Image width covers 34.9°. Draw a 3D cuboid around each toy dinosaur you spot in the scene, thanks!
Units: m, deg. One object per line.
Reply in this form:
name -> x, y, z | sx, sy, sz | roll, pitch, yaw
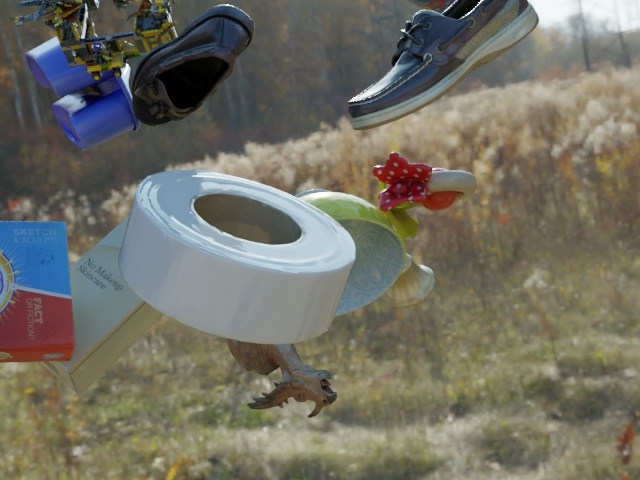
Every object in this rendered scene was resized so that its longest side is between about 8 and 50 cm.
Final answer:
toy dinosaur -> -0.096, 0.181, 1.679 | 0.127, 0.200, 0.296 | -18, 13, -18

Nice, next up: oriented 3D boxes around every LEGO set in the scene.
LEGO set -> -0.356, -0.453, 1.703 | 0.255, 0.331, 0.192 | -1, -36, 10

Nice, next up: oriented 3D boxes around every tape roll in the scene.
tape roll -> -0.103, 0.013, 1.266 | 0.286, 0.100, 0.286 | 16, 22, -6

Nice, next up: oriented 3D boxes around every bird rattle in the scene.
bird rattle -> 0.186, -0.101, 1.875 | 0.207, 0.143, 0.253 | -7, -18, -10

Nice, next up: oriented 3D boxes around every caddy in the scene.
caddy -> -0.492, -0.335, 2.174 | 0.179, 0.241, 0.341 | -29, 24, -15

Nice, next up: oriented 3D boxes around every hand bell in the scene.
hand bell -> 0.152, 0.023, 2.224 | 0.126, 0.242, 0.126 | -19, 39, 16

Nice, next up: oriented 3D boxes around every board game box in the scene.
board game box -> -0.579, 0.084, 1.691 | 0.317, 0.242, 0.064 | 0, -28, -23

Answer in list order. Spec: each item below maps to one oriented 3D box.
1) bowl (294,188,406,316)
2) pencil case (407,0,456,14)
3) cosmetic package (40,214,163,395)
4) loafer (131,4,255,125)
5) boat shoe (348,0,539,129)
bowl -> 0.000, 0.000, 1.869 | 0.290, 0.289, 0.156 | -12, 50, -2
pencil case -> 0.241, -0.575, 2.227 | 0.119, 0.133, 0.306 | -8, -9, 39
cosmetic package -> -0.391, 0.113, 1.863 | 0.309, 0.160, 0.113 | -47, -21, -25
loafer -> -0.213, -0.248, 1.558 | 0.109, 0.095, 0.302 | 29, -38, -26
boat shoe -> 0.135, -0.228, 1.195 | 0.285, 0.092, 0.103 | -35, 19, -19
